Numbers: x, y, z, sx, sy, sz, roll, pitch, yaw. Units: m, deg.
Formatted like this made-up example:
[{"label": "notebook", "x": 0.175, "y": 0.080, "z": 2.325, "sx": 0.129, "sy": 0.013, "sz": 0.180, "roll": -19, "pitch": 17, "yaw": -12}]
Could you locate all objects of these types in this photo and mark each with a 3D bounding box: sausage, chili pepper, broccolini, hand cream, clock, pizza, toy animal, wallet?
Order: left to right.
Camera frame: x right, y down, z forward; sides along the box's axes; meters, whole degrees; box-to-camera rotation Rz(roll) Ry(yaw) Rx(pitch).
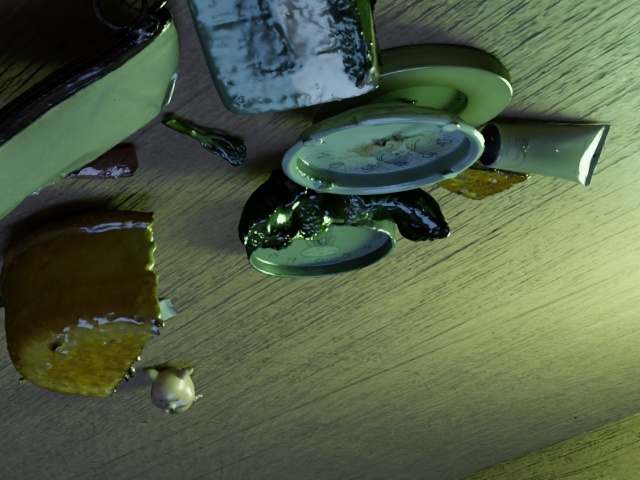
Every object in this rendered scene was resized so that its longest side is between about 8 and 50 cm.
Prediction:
[{"label": "wallet", "x": -0.266, "y": -0.121, "z": 1.613, "sx": 0.335, "sy": 0.068, "sz": 0.275, "roll": -38, "pitch": 169, "yaw": -4}, {"label": "sausage", "x": -0.295, "y": -0.091, "z": 1.898, "sx": 0.158, "sy": 0.042, "sz": 0.036, "roll": -1, "pitch": -163, "yaw": -12}, {"label": "hand cream", "x": -0.295, "y": 0.125, "z": 2.491, "sx": 0.142, "sy": 0.053, "sz": 0.084, "roll": -22, "pitch": 161, "yaw": -3}, {"label": "toy animal", "x": -0.264, "y": 0.266, "z": 2.844, "sx": 0.083, "sy": 0.089, "sz": 0.150, "roll": -24, "pitch": 161, "yaw": -15}, {"label": "broccolini", "x": -0.139, "y": -0.121, "z": 1.891, "sx": 0.035, "sy": 0.030, "sz": 0.140, "roll": 24, "pitch": 180, "yaw": 43}, {"label": "clock", "x": 0.000, "y": 0.000, "z": 2.238, "sx": 0.215, "sy": 0.042, "sz": 0.215, "roll": -6, "pitch": 160, "yaw": -2}, {"label": "chili pepper", "x": 0.017, "y": -0.051, "z": 2.025, "sx": 0.264, "sy": 0.116, "sz": 0.148, "roll": -5, "pitch": -169, "yaw": -18}, {"label": "clock", "x": 0.070, "y": -0.114, "z": 1.849, "sx": 0.236, "sy": 0.053, "sz": 0.236, "roll": -5, "pitch": 160, "yaw": -2}, {"label": "clock", "x": 0.104, "y": -0.163, "z": 1.851, "sx": 0.235, "sy": 0.029, "sz": 0.235, "roll": -7, "pitch": 162, "yaw": -2}, {"label": "pizza", "x": 0.202, "y": -0.091, "z": 2.047, "sx": 0.131, "sy": 0.041, "sz": 0.178, "roll": -7, "pitch": 161, "yaw": 33}, {"label": "hand cream", "x": 0.273, "y": -0.113, "z": 1.997, "sx": 0.186, "sy": 0.054, "sz": 0.087, "roll": 4, "pitch": 117, "yaw": -27}]

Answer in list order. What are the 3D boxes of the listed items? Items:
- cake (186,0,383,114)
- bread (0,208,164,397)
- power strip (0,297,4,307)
[{"label": "cake", "x": -0.045, "y": -0.232, "z": 1.403, "sx": 0.158, "sy": 0.172, "sz": 0.283, "roll": -12, "pitch": 158, "yaw": 8}, {"label": "bread", "x": -0.335, "y": 0.088, "z": 2.137, "sx": 0.179, "sy": 0.194, "sz": 0.340, "roll": 1, "pitch": 155, "yaw": -22}, {"label": "power strip", "x": -0.437, "y": 0.069, "z": 2.295, "sx": 0.111, "sy": 0.029, "sz": 0.038, "roll": -20, "pitch": 160, "yaw": 35}]
